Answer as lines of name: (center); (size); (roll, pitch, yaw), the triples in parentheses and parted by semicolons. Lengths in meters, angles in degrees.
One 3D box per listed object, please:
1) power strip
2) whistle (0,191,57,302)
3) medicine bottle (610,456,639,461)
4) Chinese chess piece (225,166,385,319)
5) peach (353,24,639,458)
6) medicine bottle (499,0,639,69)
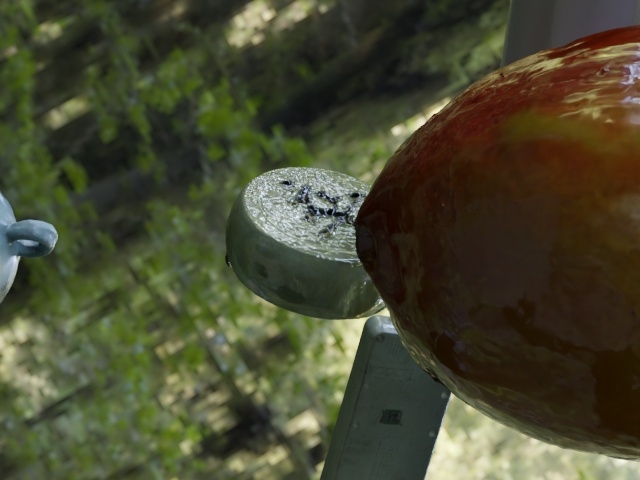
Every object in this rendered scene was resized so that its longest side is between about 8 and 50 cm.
power strip: (0.082, 0.202, 1.959); (0.046, 0.118, 0.270); (-111, -147, -63)
whistle: (-0.361, 0.010, 1.434); (0.163, 0.290, 0.163); (-6, 90, -82)
medicine bottle: (0.302, 0.124, 1.466); (0.293, 0.141, 0.141); (12, 26, -41)
Chinese chess piece: (0.000, 0.000, 1.688); (0.188, 0.188, 0.083); (50, -45, 41)
peach: (0.212, 0.002, 1.170); (0.372, 0.373, 0.289); (-164, -122, -74)
medicine bottle: (0.268, -0.158, 1.533); (0.213, 0.214, 0.378); (-146, -118, -65)
